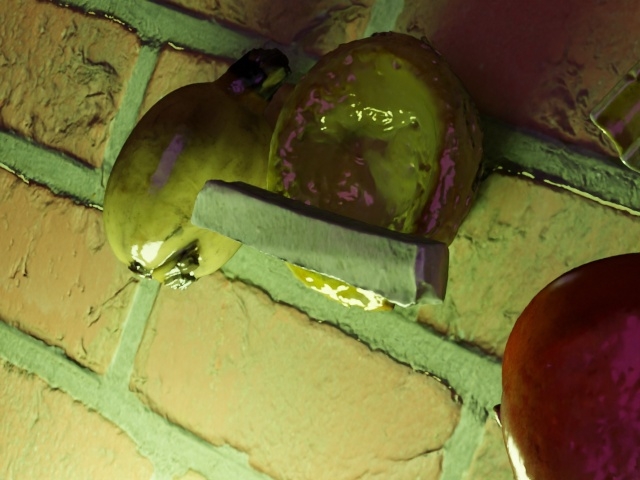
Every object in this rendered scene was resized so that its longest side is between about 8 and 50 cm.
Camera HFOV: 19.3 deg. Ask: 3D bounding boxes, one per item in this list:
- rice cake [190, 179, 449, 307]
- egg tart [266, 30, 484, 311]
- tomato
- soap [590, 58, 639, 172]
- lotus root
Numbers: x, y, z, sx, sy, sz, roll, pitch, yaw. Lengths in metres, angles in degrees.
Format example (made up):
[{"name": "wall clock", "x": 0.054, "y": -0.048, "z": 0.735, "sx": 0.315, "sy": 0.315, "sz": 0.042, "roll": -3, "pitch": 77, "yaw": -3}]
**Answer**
[{"name": "rice cake", "x": 0.000, "y": 0.000, "z": 2.006, "sx": 0.365, "sy": 0.056, "sz": 0.072, "roll": 17, "pitch": 104, "yaw": 43}, {"name": "egg tart", "x": 0.072, "y": -0.071, "z": 2.070, "sx": 0.315, "sy": 0.120, "sz": 0.315, "roll": -11, "pitch": 74, "yaw": 41}, {"name": "tomato", "x": 0.309, "y": 0.169, "z": 1.696, "sx": 0.290, "sy": 0.293, "sz": 0.325, "roll": -22, "pitch": 60, "yaw": 21}, {"name": "soap", "x": 0.400, "y": -0.172, "z": 1.762, "sx": 0.274, "sy": 0.173, "sz": 0.089, "roll": -48, "pitch": 54, "yaw": 23}, {"name": "lotus root", "x": -0.137, "y": -0.096, "z": 2.220, "sx": 0.183, "sy": 0.183, "sz": 0.310, "roll": 38, "pitch": 103, "yaw": 41}]
